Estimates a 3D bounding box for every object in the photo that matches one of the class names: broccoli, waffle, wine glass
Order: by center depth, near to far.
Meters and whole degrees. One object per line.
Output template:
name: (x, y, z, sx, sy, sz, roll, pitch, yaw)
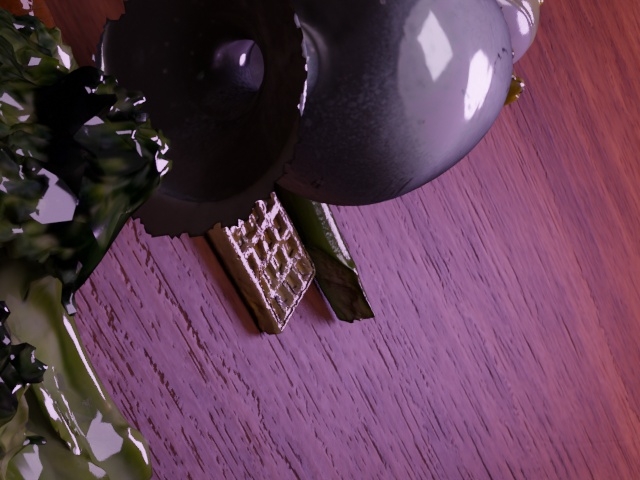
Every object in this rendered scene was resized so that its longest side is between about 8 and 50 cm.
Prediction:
broccoli: (-0.215, 0.014, 1.004, 0.317, 0.277, 0.338, 61, -14, 13)
wine glass: (-0.002, -0.129, 1.431, 0.323, 0.238, 0.238, -8, 89, -52)
waffle: (-0.051, 0.002, 1.536, 0.135, 0.021, 0.092, 63, 38, -28)

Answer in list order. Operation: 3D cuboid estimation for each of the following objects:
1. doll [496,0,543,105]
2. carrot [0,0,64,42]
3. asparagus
doll: (0.167, -0.276, 1.853, 0.141, 0.117, 0.296, 51, 43, -52)
carrot: (-0.233, -0.222, 1.289, 0.057, 0.057, 0.224, -23, 96, -57)
asparagus: (0.000, 0.000, 1.596, 0.041, 0.045, 0.178, -31, 112, -19)
